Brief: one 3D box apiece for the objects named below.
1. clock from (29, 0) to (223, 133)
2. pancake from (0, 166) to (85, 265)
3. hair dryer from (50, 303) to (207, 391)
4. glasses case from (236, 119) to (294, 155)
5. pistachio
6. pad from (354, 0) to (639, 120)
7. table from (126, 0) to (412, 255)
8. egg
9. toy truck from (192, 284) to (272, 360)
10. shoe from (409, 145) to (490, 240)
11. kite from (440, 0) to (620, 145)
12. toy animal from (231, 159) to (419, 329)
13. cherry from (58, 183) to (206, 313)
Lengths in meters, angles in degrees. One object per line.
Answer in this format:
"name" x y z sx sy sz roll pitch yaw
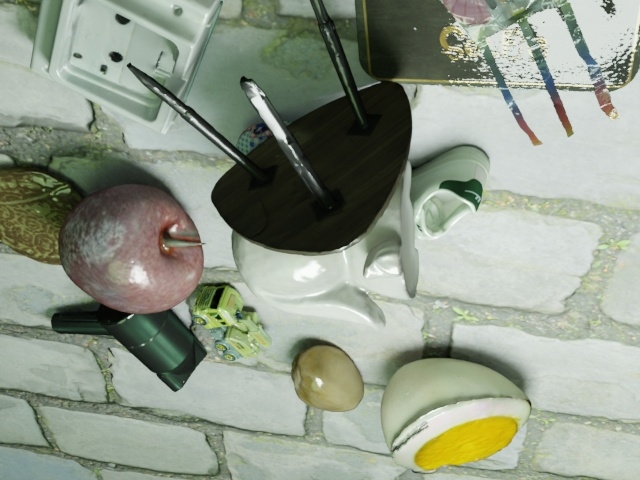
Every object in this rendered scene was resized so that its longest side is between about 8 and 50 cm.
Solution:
"clock" -0.276 -0.279 1.309 0.231 0.116 0.262 23 138 -9
"pancake" -0.512 -0.041 1.710 0.249 0.031 0.250 8 139 7
"hair dryer" -0.395 0.191 1.907 0.302 0.116 0.244 -1 139 34
"glasses case" -0.030 -0.059 1.517 0.125 0.076 0.328 -7 135 19
"pistachio" 0.014 0.275 1.873 0.185 0.126 0.108 47 173 -37
"pad" 0.226 -0.251 1.236 0.375 0.063 0.315 4 139 13
"table" -0.052 -0.161 1.193 0.317 0.317 0.249 -12 133 27
"egg" 0.245 0.305 1.797 0.286 0.174 0.264 -5 143 -15
"toy truck" -0.160 0.157 1.802 0.100 0.077 0.169 -8 134 28
"shoe" 0.144 -0.044 1.462 0.095 0.110 0.265 34 133 -24
"kite" 0.238 -0.280 1.150 0.204 0.022 0.360 -21 110 35
"toy animal" 0.000 0.000 1.368 0.264 0.206 0.272 0 121 11
"cherry" -0.310 0.015 1.581 0.285 0.213 0.236 0 130 30
